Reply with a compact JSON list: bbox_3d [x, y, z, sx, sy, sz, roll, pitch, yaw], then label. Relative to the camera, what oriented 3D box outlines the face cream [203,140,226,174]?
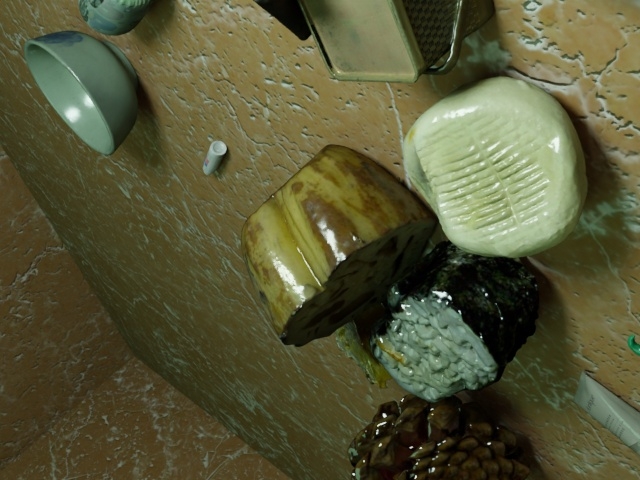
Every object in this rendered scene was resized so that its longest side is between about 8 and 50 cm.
[{"bbox_3d":[-0.226,-0.170,1.657,0.034,0.034,0.130,47,156,2],"label":"face cream"}]

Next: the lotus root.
[{"bbox_3d":[0.000,0.000,1.262,0.250,0.316,0.316,51,156,13],"label":"lotus root"}]

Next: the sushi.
[{"bbox_3d":[0.207,0.130,1.242,0.211,0.171,0.350,41,155,11],"label":"sushi"}]

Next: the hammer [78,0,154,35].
[{"bbox_3d":[-0.406,-0.528,1.352,0.335,0.119,0.206,60,153,-10],"label":"hammer"}]

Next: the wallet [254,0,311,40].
[{"bbox_3d":[-0.067,-0.334,0.937,0.309,0.042,0.165,-37,-75,-78],"label":"wallet"}]

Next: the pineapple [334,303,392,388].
[{"bbox_3d":[0.084,0.175,1.573,0.236,0.114,0.186,44,155,14],"label":"pineapple"}]

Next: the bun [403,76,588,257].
[{"bbox_3d":[0.216,-0.088,0.959,0.230,0.145,0.229,9,109,27],"label":"bun"}]

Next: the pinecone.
[{"bbox_3d":[0.210,0.463,1.542,0.384,0.384,0.384,37,153,22],"label":"pinecone"}]

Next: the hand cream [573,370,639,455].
[{"bbox_3d":[0.466,0.280,1.192,0.186,0.054,0.087,39,151,34],"label":"hand cream"}]

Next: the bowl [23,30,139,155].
[{"bbox_3d":[-0.488,-0.341,1.696,0.289,0.146,0.289,38,155,21],"label":"bowl"}]

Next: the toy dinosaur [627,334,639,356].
[{"bbox_3d":[0.461,0.150,1.009,0.132,0.059,0.096,14,131,38],"label":"toy dinosaur"}]

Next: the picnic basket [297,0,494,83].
[{"bbox_3d":[0.063,-0.311,0.864,0.165,0.139,0.266,15,140,50],"label":"picnic basket"}]
